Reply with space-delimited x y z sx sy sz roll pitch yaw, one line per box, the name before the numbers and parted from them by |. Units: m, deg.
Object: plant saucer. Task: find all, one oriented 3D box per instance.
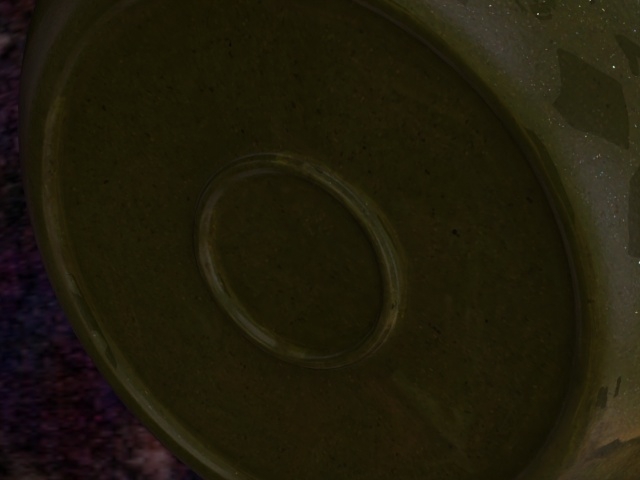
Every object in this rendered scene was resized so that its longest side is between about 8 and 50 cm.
plant saucer | 0.000 0.000 0.493 0.037 0.241 0.241 -40 108 -49
